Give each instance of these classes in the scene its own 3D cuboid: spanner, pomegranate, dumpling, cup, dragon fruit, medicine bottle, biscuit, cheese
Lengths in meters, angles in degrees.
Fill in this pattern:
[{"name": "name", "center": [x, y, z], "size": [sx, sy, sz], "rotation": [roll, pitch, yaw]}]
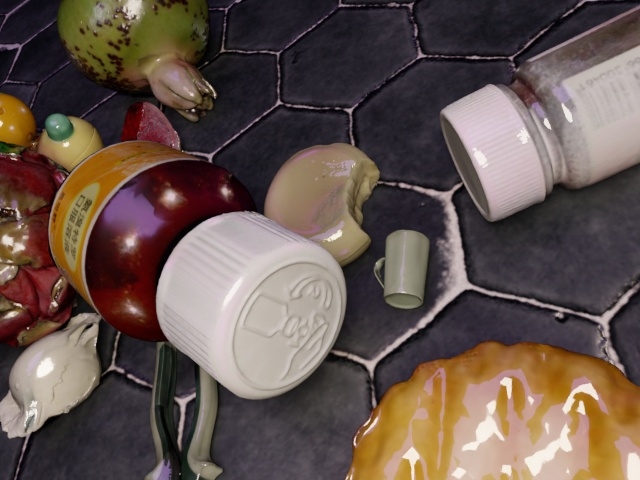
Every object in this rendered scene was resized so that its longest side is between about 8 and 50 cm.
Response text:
[{"name": "spanner", "center": [-0.166, 0.248, 0.686], "size": [0.095, 0.040, 0.325], "rotation": [-19, 51, 11]}, {"name": "pomegranate", "center": [-0.310, -0.362, 1.061], "size": [0.285, 0.285, 0.341], "rotation": [-34, 81, 0]}, {"name": "dumpling", "center": [-0.371, 0.182, 0.794], "size": [0.127, 0.108, 0.188], "rotation": [-3, 53, 52]}, {"name": "cup", "center": [0.094, 0.036, 0.701], "size": [0.075, 0.054, 0.083], "rotation": [-3, 59, 22]}, {"name": "dragon fruit", "center": [-0.489, 0.003, 0.844], "size": [0.329, 0.329, 0.329], "rotation": [-12, 54, 17]}, {"name": "medicine bottle", "center": [-0.150, 0.017, 0.680], "size": [0.395, 0.242, 0.242], "rotation": [18, 66, 45]}, {"name": "medicine bottle", "center": [0.292, -0.144, 0.662], "size": [0.273, 0.165, 0.165], "rotation": [-25, 51, 9]}, {"name": "dragon fruit", "center": [-0.296, -0.163, 1.006], "size": [0.102, 0.096, 0.147], "rotation": [20, 99, 45]}, {"name": "biscuit", "center": [0.174, 0.245, 0.490], "size": [0.325, 0.107, 0.326], "rotation": [-12, 51, 15]}, {"name": "cheese", "center": [0.000, 0.000, 0.757], "size": [0.163, 0.082, 0.286], "rotation": [-11, 57, 19]}]

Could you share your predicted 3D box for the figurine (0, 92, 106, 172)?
[{"name": "figurine", "center": [-0.522, -0.169, 1.021], "size": [0.324, 0.222, 0.124], "rotation": [8, 64, 29]}]
